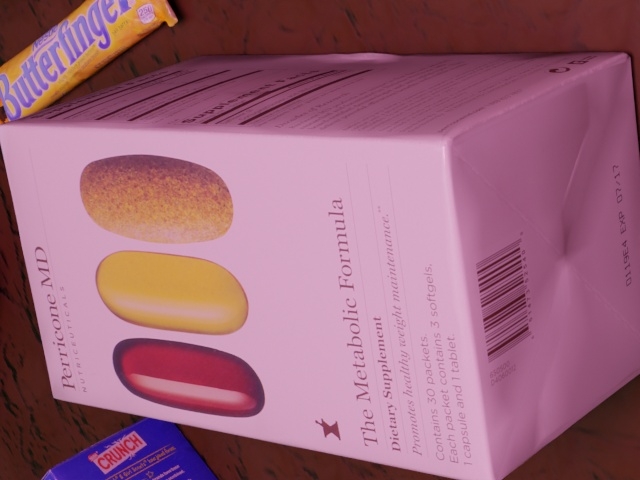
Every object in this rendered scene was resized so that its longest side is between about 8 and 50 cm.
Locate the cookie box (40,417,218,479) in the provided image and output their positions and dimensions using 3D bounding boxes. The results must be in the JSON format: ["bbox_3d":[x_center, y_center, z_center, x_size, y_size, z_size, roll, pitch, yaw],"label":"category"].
[{"bbox_3d":[-0.089,0.155,0.880,0.107,0.092,0.040,51,130,12],"label":"cookie box"}]

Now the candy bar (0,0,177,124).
[{"bbox_3d":[-0.127,-0.099,0.850,0.161,0.018,0.040,-27,90,43],"label":"candy bar"}]

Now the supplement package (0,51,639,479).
[{"bbox_3d":[0.000,0.000,0.703,0.244,0.134,0.139,4,111,40],"label":"supplement package"}]
